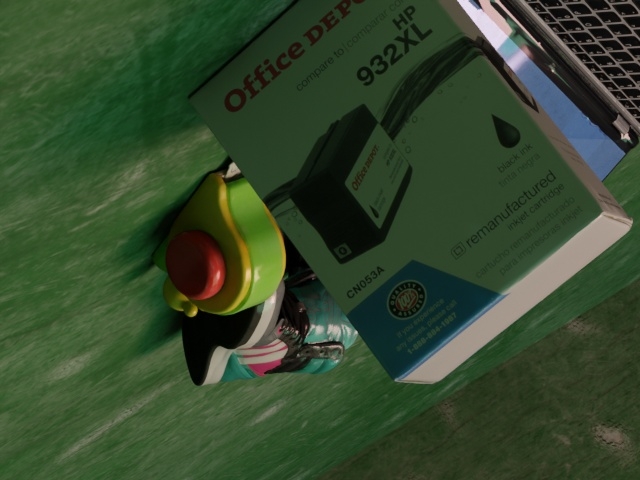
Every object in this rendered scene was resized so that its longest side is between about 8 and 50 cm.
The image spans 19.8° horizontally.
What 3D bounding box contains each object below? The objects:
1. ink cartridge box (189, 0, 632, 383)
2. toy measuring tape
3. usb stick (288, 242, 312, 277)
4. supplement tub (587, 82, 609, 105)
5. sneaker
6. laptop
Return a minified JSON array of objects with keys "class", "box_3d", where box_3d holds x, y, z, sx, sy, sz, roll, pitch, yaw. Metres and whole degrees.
[{"class":"ink cartridge box","box_3d":[0.073,-0.067,1.539,0.223,0.307,0.129,-40,164,14]},{"class":"toy measuring tape","box_3d":[-0.061,-0.021,1.760,0.121,0.121,0.330,-22,160,-46]},{"class":"usb stick","box_3d":[0.000,0.000,2.114,0.077,0.045,0.278,-33,165,-13]},{"class":"supplement tub","box_3d":[0.401,-0.253,1.895,0.228,0.228,0.316,-34,166,-13]},{"class":"sneaker","box_3d":[-0.038,0.081,2.033,0.178,0.124,0.295,-9,164,-19]},{"class":"laptop","box_3d":[0.255,-0.090,1.745,0.408,0.236,0.382,0,158,36]}]
